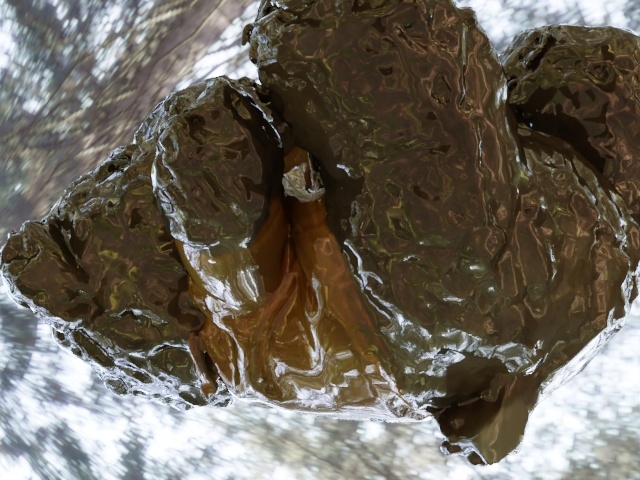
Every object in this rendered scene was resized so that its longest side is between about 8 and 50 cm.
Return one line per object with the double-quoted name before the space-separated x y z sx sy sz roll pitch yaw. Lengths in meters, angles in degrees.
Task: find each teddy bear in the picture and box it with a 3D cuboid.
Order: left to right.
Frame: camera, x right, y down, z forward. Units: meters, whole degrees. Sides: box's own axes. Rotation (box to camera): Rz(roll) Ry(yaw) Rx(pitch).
"teddy bear" 0.000 0.000 0.474 0.177 0.190 0.140 2 -97 -56
